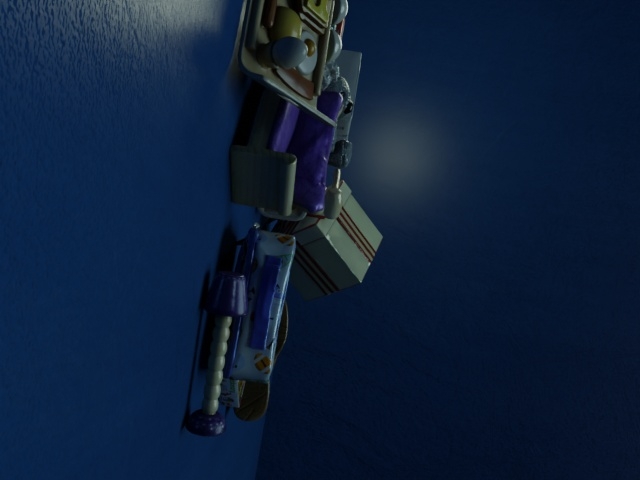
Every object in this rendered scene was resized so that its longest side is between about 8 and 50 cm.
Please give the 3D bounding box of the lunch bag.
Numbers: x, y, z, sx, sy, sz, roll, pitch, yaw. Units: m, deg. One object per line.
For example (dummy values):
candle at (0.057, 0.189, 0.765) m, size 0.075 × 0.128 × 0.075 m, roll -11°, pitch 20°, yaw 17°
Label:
lunch bag at (-0.126, 0.119, 1.249) m, size 0.243 × 0.114 × 0.304 m, roll 151°, pitch -52°, yaw -79°

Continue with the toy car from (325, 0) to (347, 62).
toy car at (-0.039, -0.473, 1.394) m, size 0.136 × 0.159 × 0.182 m, roll 35°, pitch -57°, yaw 50°

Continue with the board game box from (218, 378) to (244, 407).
board game box at (-0.181, 0.207, 1.496) m, size 0.193 × 0.053 × 0.305 m, roll 98°, pitch 2°, yaw -54°

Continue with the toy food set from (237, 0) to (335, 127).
toy food set at (-0.018, -0.370, 1.076) m, size 0.219 × 0.092 × 0.306 m, roll 19°, pitch 78°, yaw -55°

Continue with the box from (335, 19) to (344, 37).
box at (0.002, -0.626, 2.056) m, size 0.128 × 0.122 × 0.257 m, roll 93°, pitch 7°, yaw -78°

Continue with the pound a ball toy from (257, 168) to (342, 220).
pound a ball toy at (-0.045, -0.129, 1.674) m, size 0.319 × 0.208 × 0.136 m, roll -80°, pitch 179°, yaw -66°

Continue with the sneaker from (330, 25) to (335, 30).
sneaker at (-0.029, -0.488, 1.543) m, size 0.110 × 0.122 × 0.283 m, roll -80°, pitch 179°, yaw -48°

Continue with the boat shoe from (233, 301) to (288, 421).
boat shoe at (-0.170, 0.301, 1.722) m, size 0.123 × 0.123 × 0.342 m, roll -166°, pitch -95°, yaw -77°

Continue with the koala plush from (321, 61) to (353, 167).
koala plush at (0.001, -0.333, 1.634) m, size 0.221 × 0.203 × 0.196 m, roll -67°, pitch 158°, yaw -8°

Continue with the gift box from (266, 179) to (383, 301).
gift box at (0.000, 0.000, 1.840) m, size 0.258 × 0.255 × 0.276 m, roll 52°, pitch 35°, yaw -18°

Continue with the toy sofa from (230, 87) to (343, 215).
toy sofa at (-0.051, -0.230, 1.246) m, size 0.150 × 0.177 × 0.363 m, roll 99°, pitch 2°, yaw -53°

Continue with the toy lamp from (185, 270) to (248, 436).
toy lamp at (-0.173, 0.189, 1.096) m, size 0.080 × 0.080 × 0.275 m, roll -74°, pitch 174°, yaw -83°

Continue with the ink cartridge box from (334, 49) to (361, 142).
ink cartridge box at (0.001, -0.417, 1.879) m, size 0.270 × 0.198 × 0.197 m, roll 100°, pitch -1°, yaw -82°
